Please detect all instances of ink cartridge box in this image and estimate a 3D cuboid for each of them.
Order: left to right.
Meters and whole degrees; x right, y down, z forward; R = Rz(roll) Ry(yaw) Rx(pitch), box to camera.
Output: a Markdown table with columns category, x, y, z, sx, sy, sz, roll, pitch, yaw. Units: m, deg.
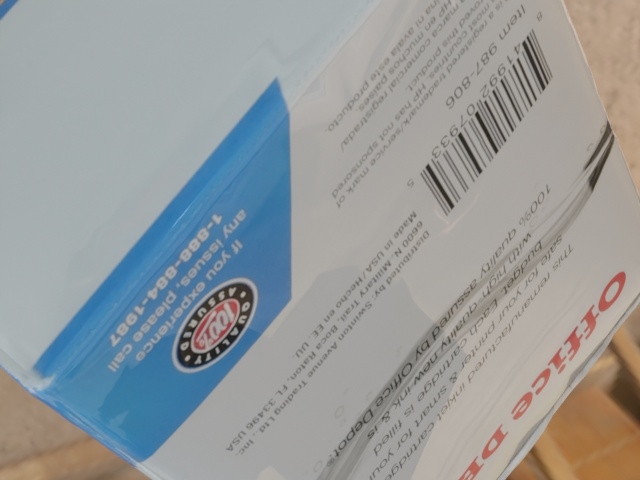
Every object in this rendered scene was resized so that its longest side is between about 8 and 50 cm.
| category | x | y | z | sx | sy | sz | roll | pitch | yaw |
| --- | --- | --- | --- | --- | --- | --- | --- | --- | --- |
| ink cartridge box | 0.000 | 0.000 | 0.772 | 0.285 | 0.166 | 0.395 | -50 | 146 | -8 |
